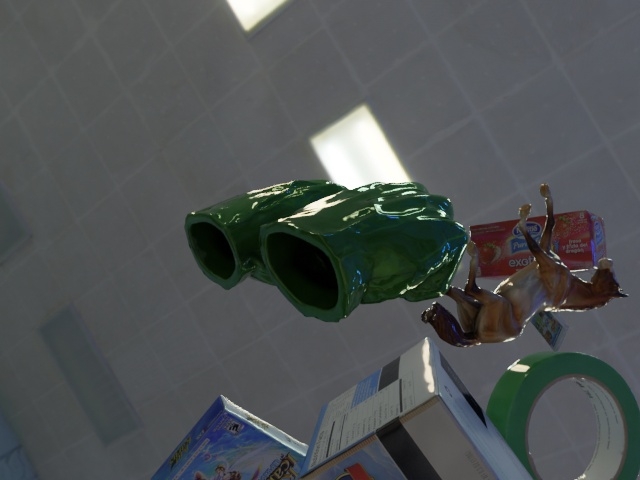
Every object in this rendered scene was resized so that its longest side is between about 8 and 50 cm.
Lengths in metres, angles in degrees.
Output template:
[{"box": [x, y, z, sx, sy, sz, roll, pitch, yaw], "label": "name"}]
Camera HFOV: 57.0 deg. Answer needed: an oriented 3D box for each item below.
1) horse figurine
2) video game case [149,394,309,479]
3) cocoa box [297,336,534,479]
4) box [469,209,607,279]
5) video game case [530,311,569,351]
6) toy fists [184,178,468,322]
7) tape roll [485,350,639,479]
[{"box": [0.233, 0.054, 0.716, 0.263, 0.066, 0.174, -30, -71, -11], "label": "horse figurine"}, {"box": [-0.183, 0.473, 1.155, 0.244, 0.061, 0.269, 39, -88, -27], "label": "video game case"}, {"box": [0.168, 0.368, 0.854, 0.228, 0.231, 0.347, -35, -88, 12], "label": "cocoa box"}, {"box": [0.469, 0.017, 1.276, 0.257, 0.128, 0.122, -9, -102, 38], "label": "box"}, {"box": [0.411, 0.138, 1.100, 0.087, 0.011, 0.122, 82, -17, -51], "label": "video game case"}, {"box": [0.000, 0.000, 0.514, 0.279, 0.142, 0.096, 8, -63, 55], "label": "toy fists"}, {"box": [0.481, 0.381, 1.158, 0.321, 0.321, 0.077, 63, -20, -1], "label": "tape roll"}]
